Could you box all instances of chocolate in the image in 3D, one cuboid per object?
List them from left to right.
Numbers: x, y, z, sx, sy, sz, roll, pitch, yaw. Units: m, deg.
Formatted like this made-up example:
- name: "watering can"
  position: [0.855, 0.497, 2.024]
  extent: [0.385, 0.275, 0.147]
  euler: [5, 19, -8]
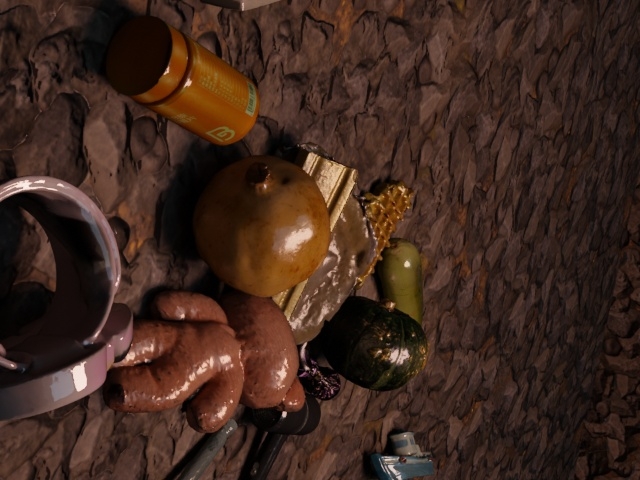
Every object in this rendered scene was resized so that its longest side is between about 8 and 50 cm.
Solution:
- name: "chocolate"
  position: [-0.019, 0.209, 1.722]
  extent: [0.070, 0.072, 0.147]
  euler: [-29, 138, 10]

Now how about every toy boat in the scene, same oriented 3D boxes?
- name: "toy boat"
  position: [0.157, 0.434, 2.124]
  extent: [0.215, 0.088, 0.102]
  euler: [13, 61, -59]

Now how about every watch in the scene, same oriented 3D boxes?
- name: "watch"
  position: [-0.308, 0.044, 1.082]
  extent: [0.244, 0.196, 0.231]
  euler: [-29, 109, -49]

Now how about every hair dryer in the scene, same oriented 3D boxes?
- name: "hair dryer"
  position: [-0.090, 0.336, 1.678]
  extent: [0.124, 0.071, 0.219]
  euler: [21, 97, -58]

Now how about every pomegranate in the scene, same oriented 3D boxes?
- name: "pomegranate"
  position: [-0.076, -0.026, 1.378]
  extent: [0.196, 0.196, 0.196]
  euler: [-35, 134, -45]

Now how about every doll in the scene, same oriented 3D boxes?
- name: "doll"
  position: [-0.172, 0.160, 1.389]
  extent: [0.303, 0.156, 0.201]
  euler: [-6, 73, -36]

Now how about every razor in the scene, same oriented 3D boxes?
- name: "razor"
  position: [-0.193, 0.345, 1.523]
  extent: [0.232, 0.068, 0.106]
  euler: [-51, 146, -42]

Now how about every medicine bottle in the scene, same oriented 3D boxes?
- name: "medicine bottle"
  position: [-0.156, -0.183, 1.234]
  extent: [0.192, 0.096, 0.096]
  euler: [25, 85, -60]

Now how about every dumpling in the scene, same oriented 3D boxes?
- name: "dumpling"
  position: [-0.004, -0.001, 1.594]
  extent: [0.166, 0.086, 0.332]
  euler: [-7, 117, -22]

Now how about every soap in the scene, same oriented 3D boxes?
- name: "soap"
  position: [-0.037, -0.004, 1.510]
  extent: [0.092, 0.037, 0.252]
  euler: [22, 98, -28]

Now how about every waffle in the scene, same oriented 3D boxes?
- name: "waffle"
  position: [0.100, -0.017, 1.792]
  extent: [0.192, 0.046, 0.161]
  euler: [-32, 130, -47]

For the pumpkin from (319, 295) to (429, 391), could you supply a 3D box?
- name: "pumpkin"
  position: [0.087, 0.167, 1.730]
  extent: [0.190, 0.190, 0.146]
  euler: [-6, 131, -57]

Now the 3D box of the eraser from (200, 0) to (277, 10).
- name: "eraser"
  position: [-0.082, -0.421, 1.234]
  extent: [0.124, 0.081, 0.279]
  euler: [-31, 132, -48]

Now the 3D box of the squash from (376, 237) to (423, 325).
- name: "squash"
  position: [0.146, 0.092, 1.903]
  extent: [0.083, 0.083, 0.250]
  euler: [-48, 146, -34]
